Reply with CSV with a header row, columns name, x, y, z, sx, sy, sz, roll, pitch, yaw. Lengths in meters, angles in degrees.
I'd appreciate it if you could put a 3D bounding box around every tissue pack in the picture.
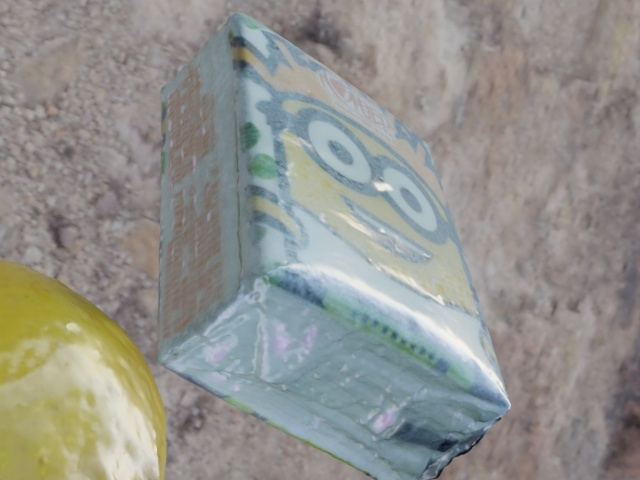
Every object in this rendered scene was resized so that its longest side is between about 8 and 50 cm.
name,x,y,z,sx,sy,sz,roll,pitch,yaw
tissue pack,0.000,0.000,0.911,0.228,0.311,0.128,33,119,-30

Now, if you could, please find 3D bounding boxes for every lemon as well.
name,x,y,z,sx,sy,sz,roll,pitch,yaw
lemon,-0.184,0.106,0.630,0.204,0.260,0.204,-17,115,-41
